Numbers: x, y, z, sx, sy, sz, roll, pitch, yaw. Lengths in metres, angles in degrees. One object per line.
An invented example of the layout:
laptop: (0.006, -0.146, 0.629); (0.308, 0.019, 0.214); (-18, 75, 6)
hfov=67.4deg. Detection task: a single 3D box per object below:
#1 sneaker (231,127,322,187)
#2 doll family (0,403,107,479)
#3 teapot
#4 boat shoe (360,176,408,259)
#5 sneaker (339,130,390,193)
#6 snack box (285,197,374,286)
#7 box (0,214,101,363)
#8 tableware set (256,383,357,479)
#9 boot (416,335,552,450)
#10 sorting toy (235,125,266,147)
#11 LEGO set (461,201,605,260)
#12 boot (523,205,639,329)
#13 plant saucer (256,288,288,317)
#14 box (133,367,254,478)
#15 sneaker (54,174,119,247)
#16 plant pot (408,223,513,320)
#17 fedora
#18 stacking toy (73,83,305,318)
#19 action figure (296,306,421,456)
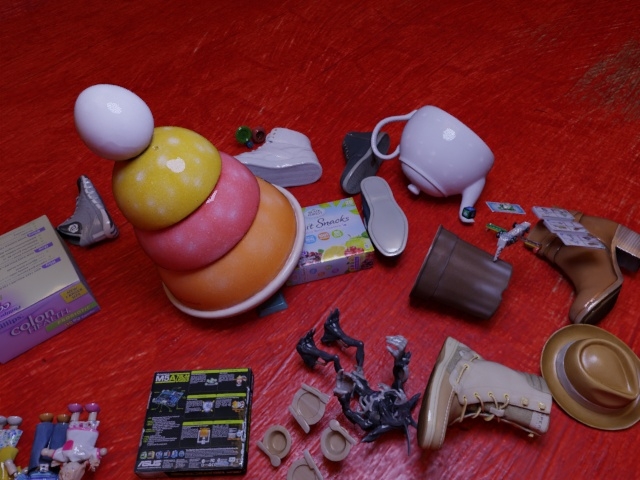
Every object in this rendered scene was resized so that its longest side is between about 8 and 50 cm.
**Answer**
sneaker: (-0.156, -0.220, 1.297); (0.292, 0.108, 0.169); (-5, 47, -13)
doll family: (-0.503, 0.380, 0.820); (0.263, 0.118, 0.163); (5, 42, -15)
teapot: (0.281, -0.198, 1.190); (0.187, 0.252, 0.256); (-50, 31, 9)
boat shoe: (0.144, -0.045, 1.140); (0.095, 0.079, 0.254); (-13, 48, -5)
sneaker: (0.090, -0.212, 1.297); (0.118, 0.083, 0.222); (14, 54, 34)
snack box: (0.000, 0.000, 1.116); (0.207, 0.070, 0.174); (-11, 51, -7)
box: (-0.641, 0.097, 1.044); (0.213, 0.117, 0.243); (-32, 54, -21)
tableware set: (-0.026, 0.343, 0.820); (0.141, 0.020, 0.168); (39, 89, 30)
boot: (0.280, 0.281, 0.812); (0.203, 0.095, 0.262); (21, 26, 16)
sorting toy: (-0.208, -0.305, 1.394); (0.102, 0.061, 0.042); (-4, 28, -36)
LEGO set: (0.424, -0.021, 1.000); (0.244, 0.060, 0.182); (6, 28, -2)
boot: (0.538, 0.043, 1.029); (0.220, 0.109, 0.283); (32, 69, 35)
plant saucer: (-0.135, 0.084, 1.088); (0.067, 0.018, 0.192); (-18, 50, -12)
box: (-0.223, 0.327, 0.873); (0.191, 0.045, 0.184); (-4, 47, 1)
sneaker: (-0.610, -0.070, 1.205); (0.132, 0.086, 0.228); (-30, 55, -17)
plant pot: (0.290, 0.074, 0.986); (0.165, 0.167, 0.167); (24, 55, 13)
fedora: (0.501, 0.235, 0.857); (0.194, 0.079, 0.194); (-2, 66, 4)
stacking toy: (-0.261, -0.094, 0.907); (0.351, 0.480, 0.350); (-11, 54, 16)
action figure: (0.081, 0.245, 0.862); (0.164, 0.141, 0.276); (-28, 52, -33)
